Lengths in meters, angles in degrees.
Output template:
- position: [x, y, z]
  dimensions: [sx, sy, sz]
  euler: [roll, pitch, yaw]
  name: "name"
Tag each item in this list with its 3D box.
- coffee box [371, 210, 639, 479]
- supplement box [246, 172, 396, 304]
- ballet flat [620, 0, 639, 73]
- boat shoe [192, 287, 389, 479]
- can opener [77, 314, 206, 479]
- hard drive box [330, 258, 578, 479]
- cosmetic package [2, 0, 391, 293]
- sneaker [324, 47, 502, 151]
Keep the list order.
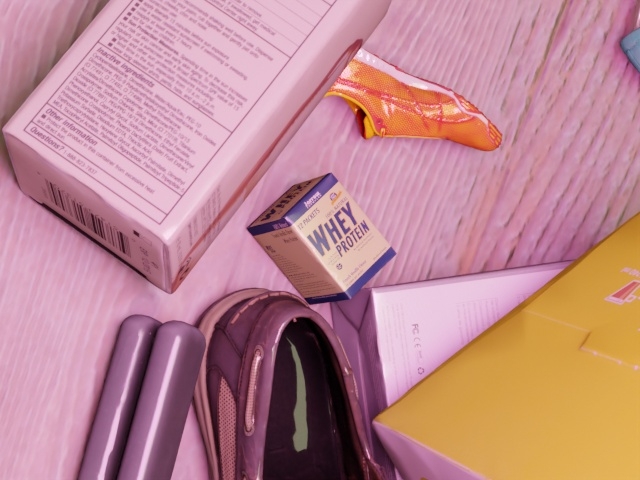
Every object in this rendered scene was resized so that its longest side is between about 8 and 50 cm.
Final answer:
- position: [0.305, 0.193, 1.197]
  dimensions: [0.338, 0.337, 0.334]
  euler: [-36, 112, -16]
  name: "coffee box"
- position: [0.000, 0.000, 1.314]
  dimensions: [0.056, 0.083, 0.083]
  euler: [-44, 102, -21]
  name: "supplement box"
- position: [0.343, -0.245, 1.488]
  dimensions: [0.087, 0.083, 0.247]
  euler: [35, 71, -2]
  name: "ballet flat"
- position: [-0.015, 0.211, 1.266]
  dimensions: [0.132, 0.130, 0.356]
  euler: [-16, 92, -23]
  name: "boat shoe"
- position: [-0.144, 0.197, 1.255]
  dimensions: [0.093, 0.074, 0.280]
  euler: [22, 77, -56]
  name: "can opener"
- position: [0.138, 0.115, 1.363]
  dimensions: [0.232, 0.089, 0.181]
  euler: [-6, 89, -23]
  name: "hard drive box"
- position: [-0.083, -0.128, 1.244]
  dimensions: [0.153, 0.129, 0.296]
  euler: [35, 73, 8]
  name: "cosmetic package"
- position: [0.067, -0.107, 1.373]
  dimensions: [0.175, 0.064, 0.067]
  euler: [22, 92, -13]
  name: "sneaker"
